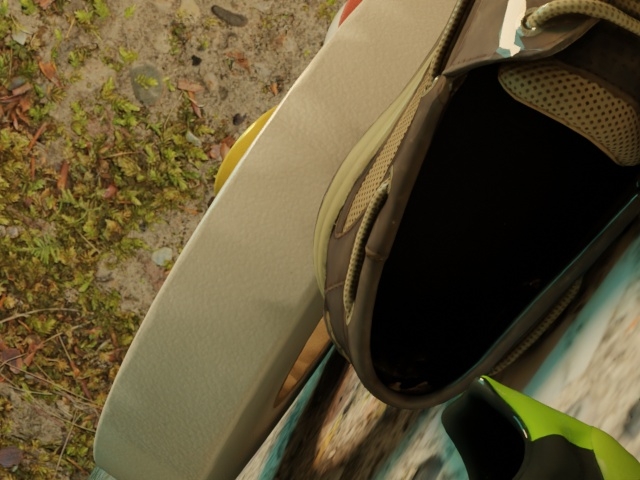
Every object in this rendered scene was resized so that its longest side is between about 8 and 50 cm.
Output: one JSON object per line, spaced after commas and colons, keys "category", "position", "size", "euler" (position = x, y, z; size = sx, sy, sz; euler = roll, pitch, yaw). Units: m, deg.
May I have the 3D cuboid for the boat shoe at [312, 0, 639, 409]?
{"category": "boat shoe", "position": [0.111, -0.073, 0.507], "size": [0.130, 0.132, 0.355], "euler": [-91, 24, -62]}

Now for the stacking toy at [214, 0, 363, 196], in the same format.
{"category": "stacking toy", "position": [0.079, -0.113, 1.197], "size": [0.309, 0.130, 0.279], "euler": [-53, -19, 16]}

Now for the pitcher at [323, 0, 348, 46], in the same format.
{"category": "pitcher", "position": [0.056, -0.163, 1.423], "size": [0.207, 0.126, 0.177], "euler": [114, 162, -47]}

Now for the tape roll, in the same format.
{"category": "tape roll", "position": [0.000, 0.000, 0.814], "size": [0.392, 0.072, 0.392], "euler": [-56, -7, -10]}

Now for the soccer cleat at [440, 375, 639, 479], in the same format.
{"category": "soccer cleat", "position": [0.037, 0.107, 0.304], "size": [0.060, 0.072, 0.179], "euler": [-52, 8, 40]}
